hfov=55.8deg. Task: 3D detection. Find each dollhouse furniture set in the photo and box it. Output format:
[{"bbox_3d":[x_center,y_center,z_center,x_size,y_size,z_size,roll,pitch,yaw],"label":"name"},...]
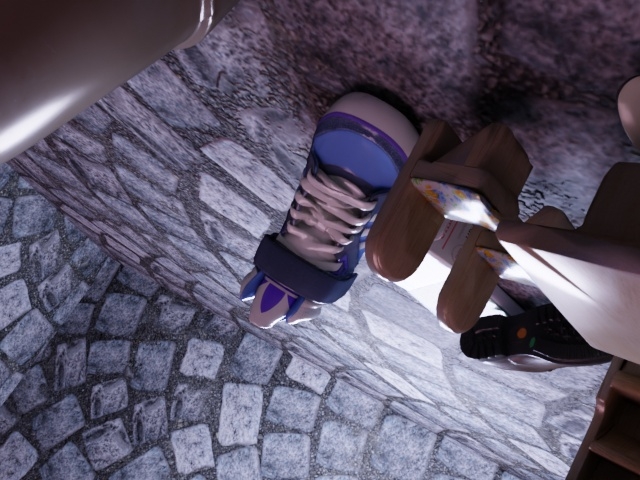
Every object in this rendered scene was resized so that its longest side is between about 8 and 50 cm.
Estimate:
[{"bbox_3d":[0.259,0.123,0.494,0.362,0.256,0.394,18,166,47],"label":"dollhouse furniture set"}]

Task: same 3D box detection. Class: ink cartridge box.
[{"bbox_3d":[0.136,-0.009,0.683,0.062,0.104,0.181,34,161,-8],"label":"ink cartridge box"}]

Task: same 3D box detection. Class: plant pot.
[{"bbox_3d":[-0.263,-0.222,0.500,0.323,0.280,0.323,27,161,10],"label":"plant pot"}]

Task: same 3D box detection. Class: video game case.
[{"bbox_3d":[0.184,0.065,0.921,0.212,0.023,0.193,39,160,-22],"label":"video game case"}]

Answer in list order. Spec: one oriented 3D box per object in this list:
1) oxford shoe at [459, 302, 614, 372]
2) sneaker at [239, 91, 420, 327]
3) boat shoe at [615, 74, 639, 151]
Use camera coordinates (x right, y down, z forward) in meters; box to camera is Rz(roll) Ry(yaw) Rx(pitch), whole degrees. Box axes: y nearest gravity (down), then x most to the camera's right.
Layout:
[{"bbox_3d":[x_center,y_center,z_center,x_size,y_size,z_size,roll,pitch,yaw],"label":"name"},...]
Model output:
[{"bbox_3d":[0.311,0.138,0.818,0.096,0.082,0.227,31,154,-34],"label":"oxford shoe"},{"bbox_3d":[0.000,0.000,0.711,0.130,0.236,0.323,30,161,3],"label":"sneaker"},{"bbox_3d":[0.261,-0.072,0.428,0.137,0.043,0.049,34,126,-10],"label":"boat shoe"}]
